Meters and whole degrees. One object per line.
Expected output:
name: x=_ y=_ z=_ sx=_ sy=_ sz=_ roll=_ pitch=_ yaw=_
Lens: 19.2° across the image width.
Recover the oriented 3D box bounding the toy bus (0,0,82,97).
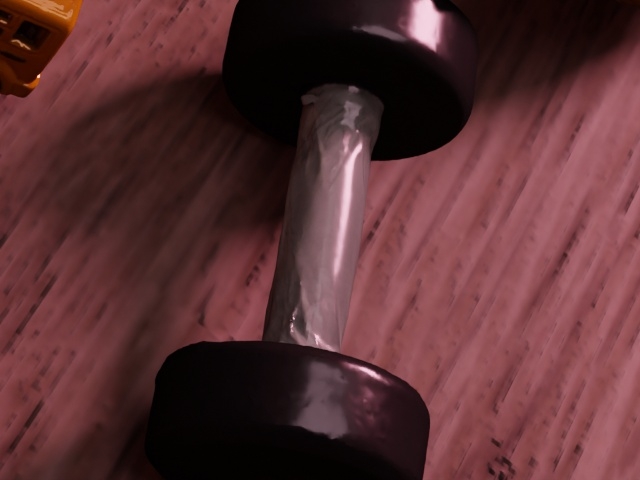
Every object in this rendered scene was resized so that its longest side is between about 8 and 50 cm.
toy bus: x=-0.162 y=-0.115 z=0.670 sx=0.162 sy=0.074 sz=0.069 roll=22 pitch=64 yaw=-20

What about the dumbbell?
dumbbell: x=0.000 y=0.000 z=0.697 sx=0.100 sy=0.100 sz=0.191 roll=18 pitch=64 yaw=-21

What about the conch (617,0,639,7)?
conch: x=0.132 y=-0.150 z=0.817 sx=0.330 sy=0.093 sz=0.109 roll=-28 pitch=119 yaw=-41
